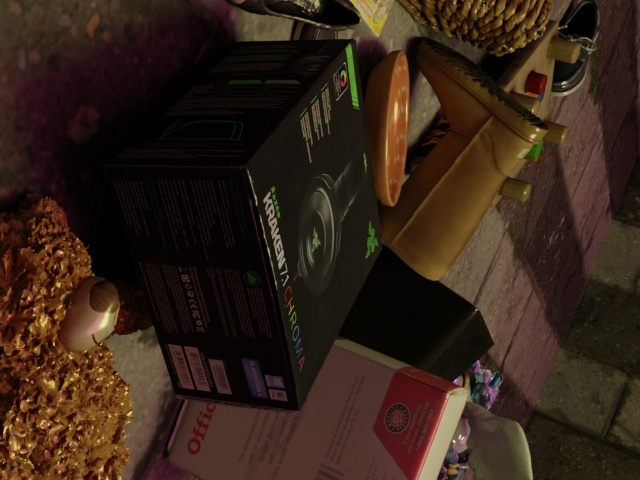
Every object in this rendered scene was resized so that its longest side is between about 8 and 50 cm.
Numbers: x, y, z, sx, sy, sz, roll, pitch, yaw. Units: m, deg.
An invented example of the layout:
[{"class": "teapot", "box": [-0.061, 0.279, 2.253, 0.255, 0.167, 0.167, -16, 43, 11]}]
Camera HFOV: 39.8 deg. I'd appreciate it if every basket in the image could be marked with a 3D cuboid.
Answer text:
[{"class": "basket", "box": [0.214, -0.426, 1.182, 0.213, 0.223, 0.299, -143, -107, -82]}]

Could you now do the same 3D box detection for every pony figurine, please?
[{"class": "pony figurine", "box": [0.243, 0.352, 1.663, 0.363, 0.302, 0.351, 65, 28, -61]}]

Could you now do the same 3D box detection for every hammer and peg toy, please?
[{"class": "hammer and peg toy", "box": [0.355, -0.265, 1.533, 0.266, 0.127, 0.361, -49, 148, -36]}]

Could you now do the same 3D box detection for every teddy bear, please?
[{"class": "teddy bear", "box": [-0.215, 0.133, 0.741, 0.245, 0.113, 0.338, -22, 128, -59]}]

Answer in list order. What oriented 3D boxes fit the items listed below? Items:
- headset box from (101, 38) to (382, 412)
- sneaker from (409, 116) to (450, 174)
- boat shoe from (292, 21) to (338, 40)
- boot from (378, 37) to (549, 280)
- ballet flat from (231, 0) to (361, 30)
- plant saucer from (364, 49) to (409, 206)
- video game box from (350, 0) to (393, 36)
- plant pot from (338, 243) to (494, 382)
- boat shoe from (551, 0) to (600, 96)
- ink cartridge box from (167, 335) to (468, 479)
[{"class": "headset box", "box": [-0.047, -0.030, 0.826, 0.283, 0.131, 0.246, -58, 145, -52]}, {"class": "sneaker", "box": [0.202, -0.154, 1.393, 0.215, 0.084, 0.083, -33, 113, -47]}, {"class": "boat shoe", "box": [0.007, -0.165, 1.002, 0.075, 0.065, 0.206, -31, 134, -48]}, {"class": "boot", "box": [0.157, -0.116, 1.257, 0.089, 0.236, 0.269, -6, 138, -55]}, {"class": "ballet flat", "box": [-0.026, -0.245, 0.876, 0.173, 0.049, 0.057, -1, 112, -47]}, {"class": "plant saucer", "box": [0.085, -0.145, 1.143, 0.200, 0.037, 0.200, 5, 90, -78]}, {"class": "video game box", "box": [0.049, -0.351, 0.967, 0.205, 0.048, 0.187, 30, 80, -64]}, {"class": "plant pot", "box": [0.135, 0.148, 1.371, 0.167, 0.187, 0.188, -51, 152, -7]}, {"class": "boat shoe", "box": [0.508, -0.390, 1.778, 0.254, 0.095, 0.079, -54, 152, -31]}, {"class": "ink cartridge box", "box": [-0.004, 0.211, 1.012, 0.207, 0.283, 0.117, -69, 158, 0]}]
